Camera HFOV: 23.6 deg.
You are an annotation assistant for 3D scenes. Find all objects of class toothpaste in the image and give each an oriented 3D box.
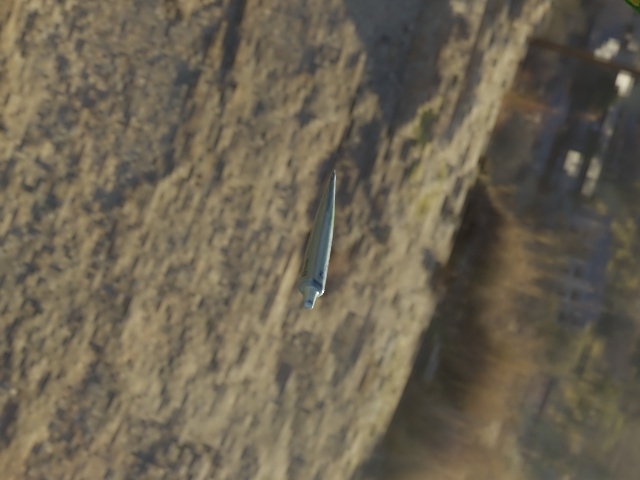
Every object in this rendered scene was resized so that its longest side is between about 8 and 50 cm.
[{"bbox_3d":[0.000,0.000,1.738,0.048,0.029,0.197,100,1,-48],"label":"toothpaste"}]

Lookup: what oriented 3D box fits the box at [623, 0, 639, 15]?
[{"bbox_3d":[0.359,-0.279,1.471,0.180,0.250,0.103,-24,149,-34],"label":"box"}]
